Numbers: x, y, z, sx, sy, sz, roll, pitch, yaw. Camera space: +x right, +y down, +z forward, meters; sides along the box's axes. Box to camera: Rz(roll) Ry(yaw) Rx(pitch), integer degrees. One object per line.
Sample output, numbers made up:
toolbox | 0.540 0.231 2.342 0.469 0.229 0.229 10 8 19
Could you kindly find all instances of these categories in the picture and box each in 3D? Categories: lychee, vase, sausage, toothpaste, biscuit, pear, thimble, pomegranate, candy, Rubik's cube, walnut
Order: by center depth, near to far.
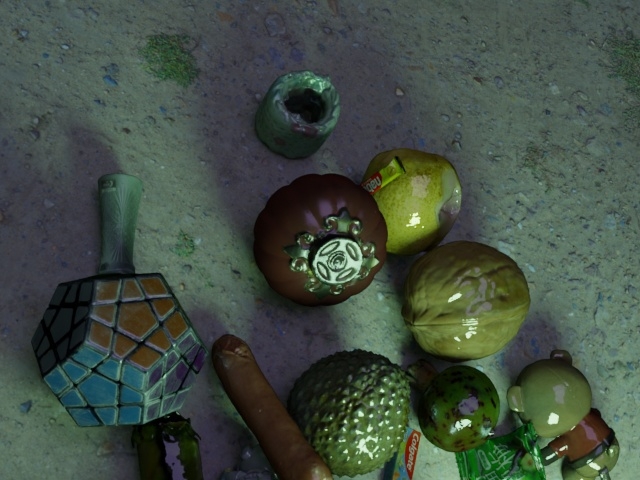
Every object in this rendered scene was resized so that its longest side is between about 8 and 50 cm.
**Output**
Rubik's cube | -0.370 0.197 1.471 0.319 0.319 0.264 30 27 -11
sausage | -0.109 0.339 1.550 0.419 0.094 0.094 50 7 37
lychee | 0.059 0.350 1.620 0.255 0.274 0.255 30 26 -16
vase | -0.425 -0.024 1.663 0.096 0.096 0.219 7 67 -24
toothpaste | 0.181 0.510 1.736 0.070 0.044 0.193 27 58 -15
pomegranate | 0.294 0.362 1.794 0.248 0.202 0.202 35 50 30
candy | 0.415 0.516 1.831 0.203 0.078 0.141 -10 59 -7
biscuit | 0.080 -0.100 1.850 0.026 0.292 0.048 -8 66 -59
walnut | 0.334 0.144 1.859 0.313 0.277 0.252 -17 43 -28
pear | 0.218 -0.095 1.926 0.271 0.271 0.271 11 62 -22
thimble | -0.049 -0.317 1.956 0.185 0.149 0.211 40 56 -2

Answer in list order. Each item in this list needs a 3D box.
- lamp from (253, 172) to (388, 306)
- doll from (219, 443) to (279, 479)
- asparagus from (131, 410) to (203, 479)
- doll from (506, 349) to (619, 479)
lamp | 0.000 0.000 1.748 0.303 0.257 0.303 -6 111 -15
doll | -0.125 0.486 1.495 0.151 0.151 0.287 38 22 -6
asparagus | -0.267 0.506 1.474 0.128 0.108 0.382 -1 68 -34
doll | 0.598 0.440 1.901 0.235 0.174 0.330 -33 84 -23
